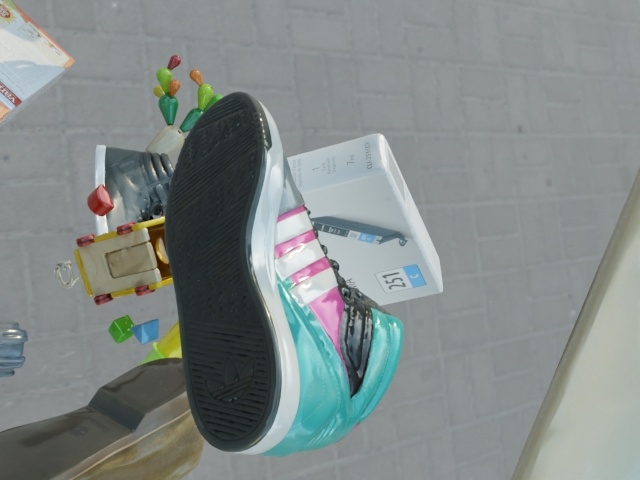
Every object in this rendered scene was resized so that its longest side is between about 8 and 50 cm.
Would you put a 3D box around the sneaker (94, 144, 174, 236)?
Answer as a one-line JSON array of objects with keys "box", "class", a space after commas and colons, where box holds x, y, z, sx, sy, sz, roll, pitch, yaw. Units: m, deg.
[{"box": [-0.303, -0.043, 1.477, 0.147, 0.104, 0.295, -4, 58, -11], "class": "sneaker"}]

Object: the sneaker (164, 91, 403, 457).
[{"box": [-0.019, 0.034, 0.701, 0.178, 0.124, 0.295, 29, 46, -48], "class": "sneaker"}]

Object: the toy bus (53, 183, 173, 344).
[{"box": [-0.260, 0.026, 1.225, 0.104, 0.202, 0.191, -20, 141, -48], "class": "toy bus"}]

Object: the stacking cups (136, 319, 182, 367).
[{"box": [-0.273, 0.248, 1.269, 0.316, 0.096, 0.096, -48, 116, -6], "class": "stacking cups"}]

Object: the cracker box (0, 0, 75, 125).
[{"box": [-0.466, -0.258, 1.238, 0.156, 0.067, 0.232, 45, 24, -15], "class": "cracker box"}]

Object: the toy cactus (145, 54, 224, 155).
[{"box": [-0.256, -0.219, 1.638, 0.180, 0.112, 0.219, -44, 115, -18], "class": "toy cactus"}]

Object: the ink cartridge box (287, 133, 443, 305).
[{"box": [0.000, 0.000, 1.140, 0.296, 0.261, 0.066, 57, 25, -52], "class": "ink cartridge box"}]

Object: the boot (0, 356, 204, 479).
[{"box": [-0.232, 0.222, 0.800, 0.305, 0.112, 0.115, -22, 120, -35], "class": "boot"}]

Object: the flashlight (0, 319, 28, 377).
[{"box": [-0.526, 0.136, 1.103, 0.304, 0.103, 0.103, 4, 106, -45], "class": "flashlight"}]

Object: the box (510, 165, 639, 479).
[{"box": [0.179, 0.023, 0.325, 0.311, 0.148, 0.121, -68, 159, -3], "class": "box"}]
